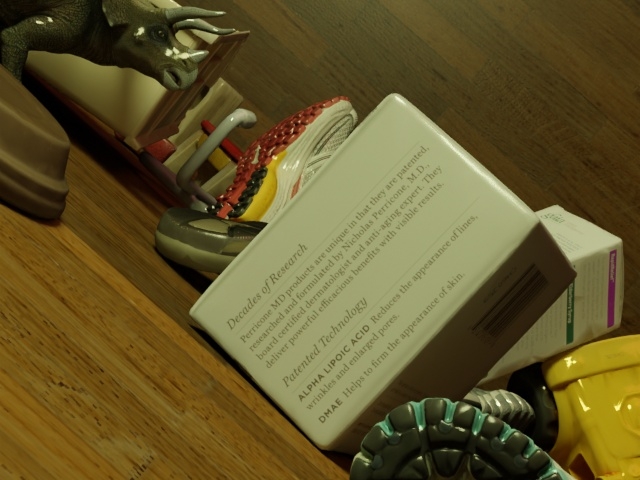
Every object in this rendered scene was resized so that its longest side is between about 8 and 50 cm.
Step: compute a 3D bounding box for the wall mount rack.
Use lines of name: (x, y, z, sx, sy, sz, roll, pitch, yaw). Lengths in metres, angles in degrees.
wall mount rack: (0.000, 0.000, 1.578, 0.350, 0.130, 0.304, 43, 2, 13)

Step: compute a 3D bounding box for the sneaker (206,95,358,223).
sneaker: (-0.026, -0.037, 1.384, 0.088, 0.225, 0.093, -20, -62, 45)

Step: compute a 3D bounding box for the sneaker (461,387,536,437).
sneaker: (0.083, 0.119, 1.284, 0.132, 0.086, 0.228, 40, 2, 27)

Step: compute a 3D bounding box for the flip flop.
flip flop: (-0.023, 0.032, 1.218, 0.112, 0.080, 0.277, 13, 2, 33)

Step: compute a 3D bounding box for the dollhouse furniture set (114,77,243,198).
dollhouse furniture set: (-0.185, -0.190, 1.841, 0.201, 0.152, 0.374, 40, 3, -41)

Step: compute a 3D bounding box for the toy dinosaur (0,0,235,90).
toy dinosaur: (-0.233, -0.211, 1.247, 0.313, 0.160, 0.121, 42, 1, -23)

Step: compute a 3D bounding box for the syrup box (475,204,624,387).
syrup box: (0.142, 0.056, 1.411, 0.093, 0.237, 0.096, 34, -45, 50)

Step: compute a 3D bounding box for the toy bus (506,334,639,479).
toy bus: (0.258, 0.217, 1.495, 0.220, 0.149, 0.211, 117, -43, -56)

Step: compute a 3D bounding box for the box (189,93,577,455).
box: (0.045, 0.031, 0.999, 0.119, 0.182, 0.181, 44, 3, 20)

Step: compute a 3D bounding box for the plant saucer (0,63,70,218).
plant saucer: (-0.235, -0.115, 0.876, 0.278, 0.041, 0.278, 41, 1, -1)

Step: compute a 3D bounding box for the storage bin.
storage bin: (-0.212, -0.211, 1.460, 0.262, 0.123, 0.260, 35, 9, -1)

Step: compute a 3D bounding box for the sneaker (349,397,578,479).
sneaker: (0.141, 0.176, 0.779, 0.283, 0.110, 0.122, 42, -1, 10)
